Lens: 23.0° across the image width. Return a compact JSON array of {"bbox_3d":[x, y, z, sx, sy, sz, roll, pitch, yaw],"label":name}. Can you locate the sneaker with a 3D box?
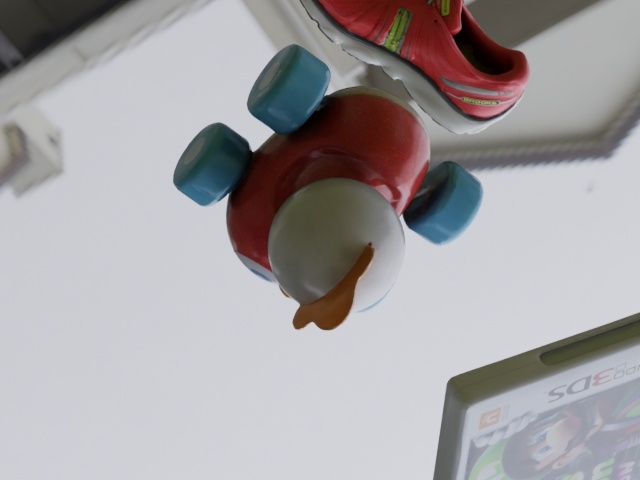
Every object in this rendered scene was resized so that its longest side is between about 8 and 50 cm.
[{"bbox_3d":[0.095,-0.229,1.581,0.118,0.279,0.107,-43,-164,44],"label":"sneaker"}]

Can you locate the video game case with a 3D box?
[{"bbox_3d":[0.133,0.112,0.788,0.173,0.190,0.022,-17,-133,-20],"label":"video game case"}]

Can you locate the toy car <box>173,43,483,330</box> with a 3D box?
[{"bbox_3d":[0.000,0.000,1.327,0.210,0.219,0.238,-42,-156,30],"label":"toy car"}]
